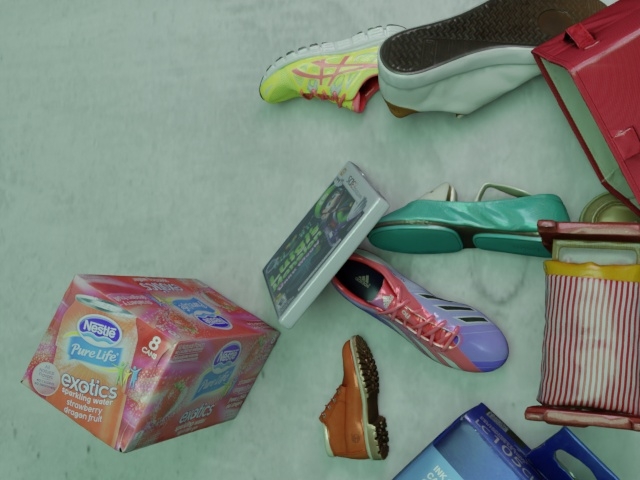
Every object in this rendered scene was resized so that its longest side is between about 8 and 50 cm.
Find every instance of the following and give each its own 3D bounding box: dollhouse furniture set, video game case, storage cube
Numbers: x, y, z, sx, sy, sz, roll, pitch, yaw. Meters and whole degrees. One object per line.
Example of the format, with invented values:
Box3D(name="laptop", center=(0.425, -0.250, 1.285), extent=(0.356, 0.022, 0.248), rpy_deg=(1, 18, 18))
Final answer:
Box3D(name="dollhouse furniture set", center=(0.398, 0.088, 0.882), extent=(0.374, 0.152, 0.201), rpy_deg=(0, 81, 18))
Box3D(name="video game case", center=(0.000, 0.000, 1.120), extent=(0.022, 0.173, 0.190), rpy_deg=(35, 100, -19))
Box3D(name="storage cube", center=(0.364, -0.161, 0.950), extent=(0.193, 0.183, 0.215), rpy_deg=(-29, 104, 10))

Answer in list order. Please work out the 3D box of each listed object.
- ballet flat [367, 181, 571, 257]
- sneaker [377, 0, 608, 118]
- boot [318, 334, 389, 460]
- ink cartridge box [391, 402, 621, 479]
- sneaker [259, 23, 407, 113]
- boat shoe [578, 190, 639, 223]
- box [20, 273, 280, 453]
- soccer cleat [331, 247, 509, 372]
Box3D(name="ballet flat", center=(0.180, -0.028, 1.107), extent=(0.247, 0.083, 0.087), rpy_deg=(2, 63, 19))
Box3D(name="sneaker", center=(0.210, -0.222, 1.104), extent=(0.290, 0.123, 0.106), rpy_deg=(-13, 60, -2))
Box3D(name="boot", center=(0.033, 0.200, 1.145), extent=(0.084, 0.059, 0.158), rpy_deg=(-8, 85, 23))
Box3D(name="ink cartridge box", center=(0.175, 0.377, 1.038), extent=(0.395, 0.151, 0.270), rpy_deg=(-47, 74, 9))
Box3D(name="sneaker", center=(0.020, -0.204, 1.163), extent=(0.208, 0.081, 0.094), rpy_deg=(-15, 84, 17))
Box3D(name="boat shoe", center=(0.410, 0.046, 1.008), extent=(0.285, 0.089, 0.104), rpy_deg=(42, 100, 17))
Box3D(name="box", center=(-0.189, 0.139, 1.094), extent=(0.154, 0.300, 0.142), rpy_deg=(31, 96, 19))
Box3D(name="soccer cleat", center=(0.111, 0.087, 1.103), extent=(0.248, 0.095, 0.083), rpy_deg=(33, 100, 19))
